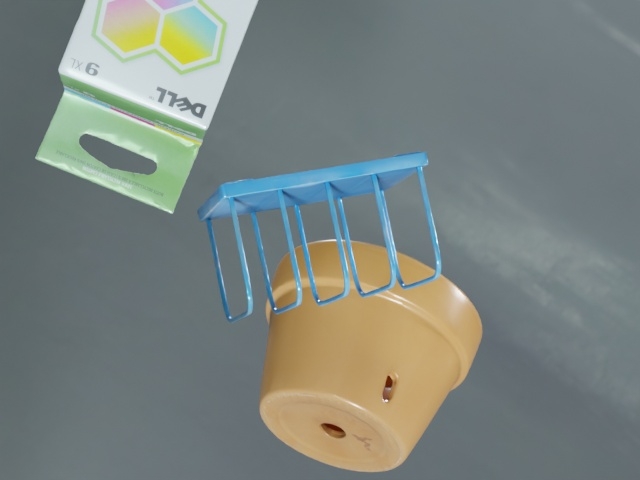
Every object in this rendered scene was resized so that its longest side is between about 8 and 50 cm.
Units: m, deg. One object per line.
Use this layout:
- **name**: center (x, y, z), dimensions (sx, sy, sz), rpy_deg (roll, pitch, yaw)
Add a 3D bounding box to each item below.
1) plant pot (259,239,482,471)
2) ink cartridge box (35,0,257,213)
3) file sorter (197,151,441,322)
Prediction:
- **plant pot**: center (0.045, 0.165, 1.719), dimensions (0.291, 0.291, 0.203), rpy_deg (27, 57, -7)
- **ink cartridge box**: center (-0.113, -0.137, 0.917), dimensions (0.109, 0.209, 0.062), rpy_deg (22, -5, -6)
- **file sorter**: center (0.000, 0.000, 1.082), dimensions (0.170, 0.118, 0.104), rpy_deg (-10, 85, -16)
